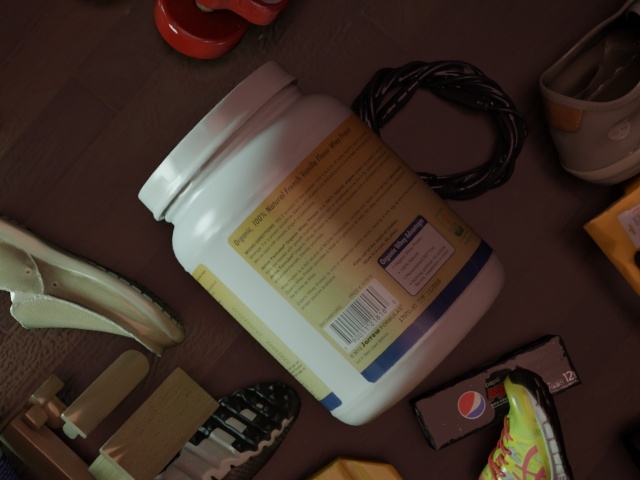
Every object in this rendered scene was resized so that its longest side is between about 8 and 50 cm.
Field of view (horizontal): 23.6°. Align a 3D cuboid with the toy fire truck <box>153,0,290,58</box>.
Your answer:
[{"bbox_3d":[-0.126,-0.355,1.562,0.302,0.169,0.254,32,62,-2],"label":"toy fire truck"}]

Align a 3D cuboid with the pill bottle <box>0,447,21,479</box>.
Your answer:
[{"bbox_3d":[-0.346,0.274,1.512,0.123,0.123,0.219,-30,102,-4],"label":"pill bottle"}]

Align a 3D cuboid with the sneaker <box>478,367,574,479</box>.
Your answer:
[{"bbox_3d":[0.203,0.223,1.547,0.094,0.081,0.208,-11,117,10],"label":"sneaker"}]

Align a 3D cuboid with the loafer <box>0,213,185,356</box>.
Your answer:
[{"bbox_3d":[-0.263,0.055,1.552,0.268,0.102,0.092,27,88,7],"label":"loafer"}]

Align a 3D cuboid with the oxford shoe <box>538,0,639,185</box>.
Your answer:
[{"bbox_3d":[0.395,-0.247,1.549,0.449,0.169,0.130,-44,121,2],"label":"oxford shoe"}]

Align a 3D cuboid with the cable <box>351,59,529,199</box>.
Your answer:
[{"bbox_3d":[0.126,-0.116,1.609,0.184,0.047,0.150,-8,83,-1],"label":"cable"}]

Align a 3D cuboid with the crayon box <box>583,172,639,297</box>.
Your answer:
[{"bbox_3d":[0.454,-0.043,1.568,0.323,0.083,0.203,-38,94,10],"label":"crayon box"}]

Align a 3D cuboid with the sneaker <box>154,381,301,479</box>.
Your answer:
[{"bbox_3d":[-0.106,0.242,1.560,0.078,0.106,0.234,31,64,30],"label":"sneaker"}]

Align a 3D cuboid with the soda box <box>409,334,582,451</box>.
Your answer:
[{"bbox_3d":[0.180,0.157,1.589,0.169,0.053,0.060,-24,88,-5],"label":"soda box"}]

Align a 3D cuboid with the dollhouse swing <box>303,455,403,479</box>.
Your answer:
[{"bbox_3d":[0.050,0.431,1.463,0.347,0.315,0.305,-36,110,-4],"label":"dollhouse swing"}]

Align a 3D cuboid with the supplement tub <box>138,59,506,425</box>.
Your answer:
[{"bbox_3d":[0.000,0.000,1.499,0.316,0.228,0.228,45,86,0],"label":"supplement tub"}]

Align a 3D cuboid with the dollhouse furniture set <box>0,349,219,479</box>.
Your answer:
[{"bbox_3d":[-0.216,0.183,1.548,0.144,0.151,0.123,43,54,0],"label":"dollhouse furniture set"}]

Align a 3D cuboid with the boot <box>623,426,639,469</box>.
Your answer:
[{"bbox_3d":[0.505,0.261,1.562,0.260,0.131,0.348,-33,89,-4],"label":"boot"}]
